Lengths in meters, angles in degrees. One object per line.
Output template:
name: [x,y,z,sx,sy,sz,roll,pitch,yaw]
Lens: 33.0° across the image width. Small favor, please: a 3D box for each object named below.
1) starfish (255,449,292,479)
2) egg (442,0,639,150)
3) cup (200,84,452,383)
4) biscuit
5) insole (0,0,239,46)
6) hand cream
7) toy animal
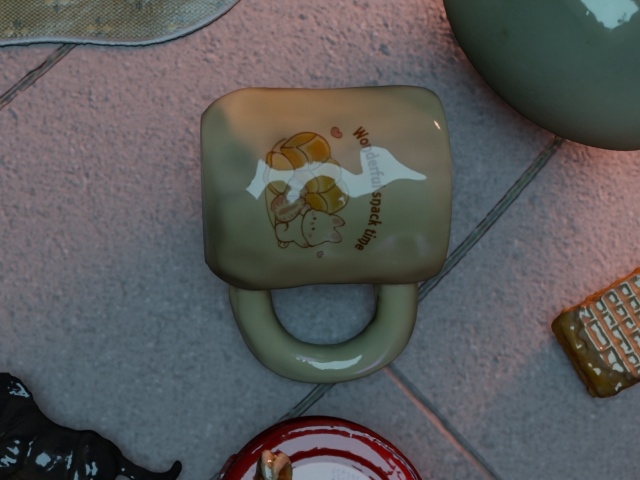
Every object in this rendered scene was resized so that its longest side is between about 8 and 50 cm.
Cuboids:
starfish: [-0.019,0.313,0.795,0.303,0.113,0.312,-1,98,-3]
egg: [0.227,-0.203,0.950,0.203,0.203,0.283,-40,83,-7]
cup: [-0.002,-0.015,0.958,0.202,0.255,0.173,-2,40,-5]
biscuit: [0.393,0.018,1.004,0.378,0.054,0.094,-30,84,-6]
insole: [-0.230,-0.232,1.029,0.322,0.007,0.109,-6,82,-5]
hand cream: [-0.001,0.244,0.919,0.193,0.125,0.193,1,82,-5]
toy animal: [-0.245,0.200,0.932,0.232,0.084,0.148,17,81,3]
